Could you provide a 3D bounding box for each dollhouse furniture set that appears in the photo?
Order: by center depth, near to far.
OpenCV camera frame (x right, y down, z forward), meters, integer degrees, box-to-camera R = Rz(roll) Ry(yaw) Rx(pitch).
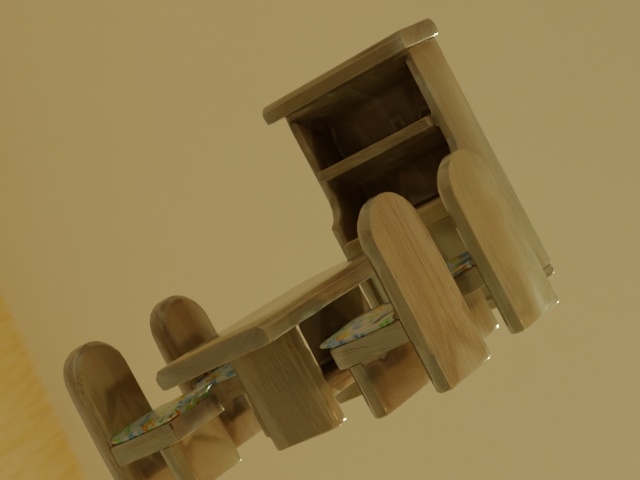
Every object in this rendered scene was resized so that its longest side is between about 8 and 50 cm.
[{"bbox_3d":[0.000,0.000,0.876,0.212,0.242,0.161,-26,-88,36],"label":"dollhouse furniture set"}]
